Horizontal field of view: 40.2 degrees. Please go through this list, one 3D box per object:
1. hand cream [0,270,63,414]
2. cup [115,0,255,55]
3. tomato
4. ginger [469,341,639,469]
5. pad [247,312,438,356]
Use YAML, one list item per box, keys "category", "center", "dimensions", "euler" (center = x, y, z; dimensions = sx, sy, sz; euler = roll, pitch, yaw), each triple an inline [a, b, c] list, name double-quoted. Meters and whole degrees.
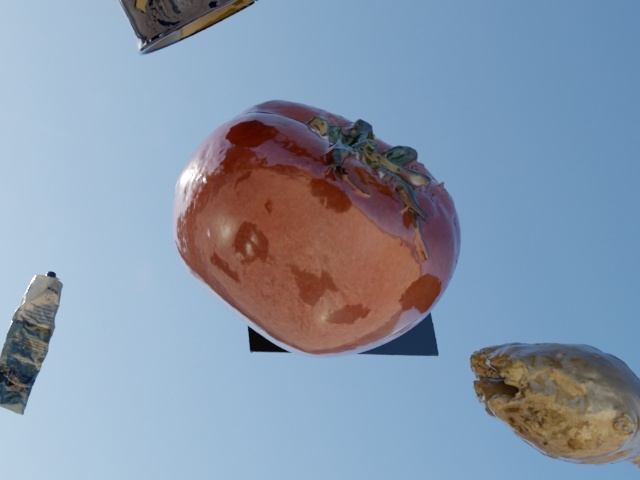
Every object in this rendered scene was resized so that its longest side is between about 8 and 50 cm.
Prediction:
- category: "hand cream"
  center: [-0.488, 0.163, 1.462]
  dimensions: [0.075, 0.248, 0.052]
  euler: [29, -30, -31]
- category: "cup"
  center: [-0.141, -0.372, 0.950]
  dimensions: [0.256, 0.255, 0.178]
  euler: [64, -12, -11]
- category: "tomato"
  center: [0.000, 0.000, 1.019]
  dimensions: [0.341, 0.341, 0.273]
  euler: [27, -70, -3]
- category: "ginger"
  center: [0.302, 0.215, 1.056]
  dimensions: [0.236, 0.166, 0.375]
  euler: [-1, -29, 23]
- category: "pad"
  center: [0.027, 0.073, 1.282]
  dimensions: [0.300, 0.202, 0.005]
  euler: [4, -28, -24]
